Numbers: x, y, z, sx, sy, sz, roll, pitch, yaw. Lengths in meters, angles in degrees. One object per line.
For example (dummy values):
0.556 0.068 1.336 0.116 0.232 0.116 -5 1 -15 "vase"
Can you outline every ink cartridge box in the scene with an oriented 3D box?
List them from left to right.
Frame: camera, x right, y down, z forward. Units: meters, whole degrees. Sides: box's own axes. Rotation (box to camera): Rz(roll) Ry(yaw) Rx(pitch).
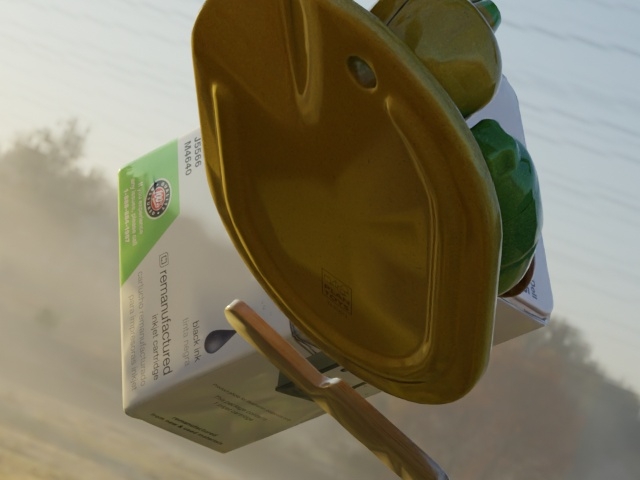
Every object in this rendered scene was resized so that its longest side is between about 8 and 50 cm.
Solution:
0.000 0.000 1.063 0.272 0.198 0.114 -26 -36 30 "ink cartridge box"

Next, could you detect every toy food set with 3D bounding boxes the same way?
0.026 -0.017 0.542 0.128 0.071 0.218 36 -30 25 "toy food set"
